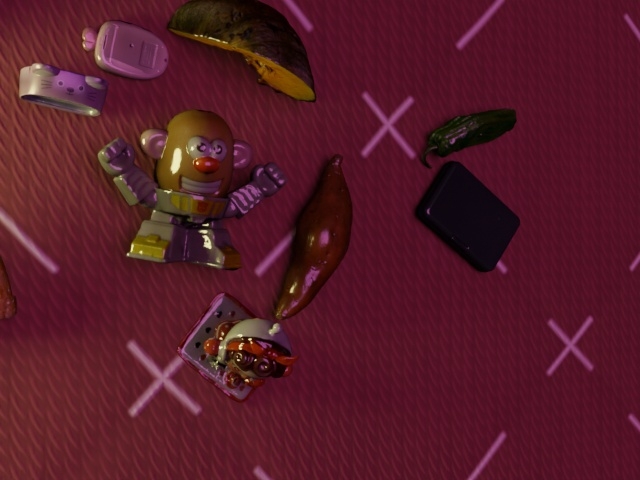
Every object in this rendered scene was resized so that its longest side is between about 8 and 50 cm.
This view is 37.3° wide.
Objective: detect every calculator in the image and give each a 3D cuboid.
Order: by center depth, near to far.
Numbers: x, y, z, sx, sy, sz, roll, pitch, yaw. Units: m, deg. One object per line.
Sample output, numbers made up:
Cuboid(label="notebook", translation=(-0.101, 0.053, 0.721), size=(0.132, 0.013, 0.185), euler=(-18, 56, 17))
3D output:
Cuboid(label="calculator", translation=(-0.362, -0.356, 1.767), size=(0.166, 0.024, 0.103), euler=(12, 84, -27))

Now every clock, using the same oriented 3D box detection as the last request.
Cuboid(label="clock", translation=(-0.450, -0.264, 1.672), size=(0.153, 0.110, 0.050), euler=(11, 82, -26))

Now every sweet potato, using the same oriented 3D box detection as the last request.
Cuboid(label="sweet potato", translation=(0.003, -0.004, 1.900), size=(0.112, 0.112, 0.359), euler=(19, 77, -25))

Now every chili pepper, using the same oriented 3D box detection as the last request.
Cuboid(label="chili pepper", translation=(0.334, -0.239, 2.090), size=(0.257, 0.100, 0.074), euler=(-18, 73, -24))

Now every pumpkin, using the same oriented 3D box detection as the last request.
Cuboid(label="pumpkin", translation=(-0.113, -0.395, 1.812), size=(0.312, 0.169, 0.148), euler=(23, 81, -25))

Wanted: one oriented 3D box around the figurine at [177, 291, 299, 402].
Cuboid(label="figurine", translation=(-0.122, 0.206, 1.763), size=(0.183, 0.226, 0.160), euler=(42, 70, -20))

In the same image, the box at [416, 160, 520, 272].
Cuboid(label="box", translation=(0.329, -0.053, 2.097), size=(0.230, 0.050, 0.160), euler=(40, 72, -21))

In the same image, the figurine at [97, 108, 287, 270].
Cuboid(label="figurine", translation=(-0.235, -0.098, 1.741), size=(0.343, 0.167, 0.284), euler=(8, 93, -48))

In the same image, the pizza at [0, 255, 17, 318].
Cuboid(label="pizza", translation=(-0.677, 0.055, 1.559), size=(0.288, 0.075, 0.279), euler=(-24, 117, -18))
